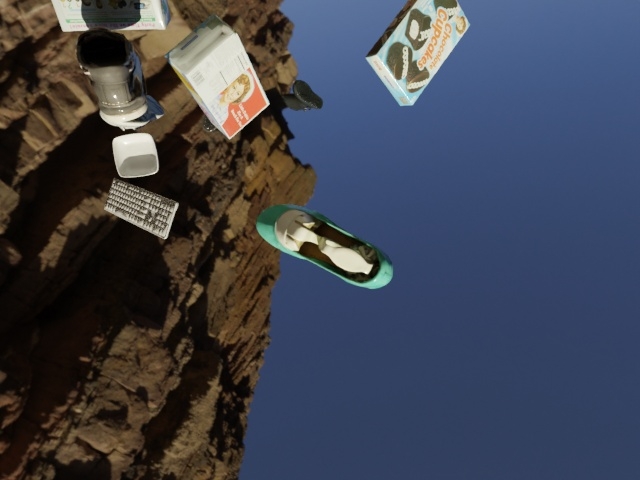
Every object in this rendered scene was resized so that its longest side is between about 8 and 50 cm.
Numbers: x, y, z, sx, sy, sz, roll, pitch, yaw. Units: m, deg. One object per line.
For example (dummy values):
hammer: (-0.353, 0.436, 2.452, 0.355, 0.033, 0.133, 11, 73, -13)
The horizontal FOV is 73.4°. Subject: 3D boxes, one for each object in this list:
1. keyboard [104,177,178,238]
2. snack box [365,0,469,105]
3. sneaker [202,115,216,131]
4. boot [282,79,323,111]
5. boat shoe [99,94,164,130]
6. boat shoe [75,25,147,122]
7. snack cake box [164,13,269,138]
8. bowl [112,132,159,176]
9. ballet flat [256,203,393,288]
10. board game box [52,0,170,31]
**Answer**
keyboard: (-0.368, -0.069, 0.863, 0.255, 0.014, 0.072, 19, -94, 38)
snack box: (0.285, -0.574, 1.232, 0.322, 0.187, 0.060, -55, -147, -9)
sneaker: (-0.295, -0.404, 1.300, 0.170, 0.051, 0.089, -57, -173, 12)
boot: (-0.061, -0.383, 1.142, 0.099, 0.121, 0.045, 14, -94, 38)
boat shoe: (-0.651, -0.430, 1.469, 0.103, 0.118, 0.320, -34, -164, 16)
boat shoe: (-0.397, -0.347, 0.807, 0.112, 0.096, 0.335, -19, -129, -18)
snack cake box: (-0.241, -0.390, 1.058, 0.152, 0.264, 0.089, -45, -110, -7)
bowl: (-0.623, -0.290, 1.467, 0.142, 0.142, 0.053, -7, -171, 0)
ballet flat: (0.000, 0.000, 0.675, 0.247, 0.087, 0.083, 25, -93, 13)
board game box: (-0.458, -0.605, 0.884, 0.223, 0.304, 0.098, -4, -140, -6)
